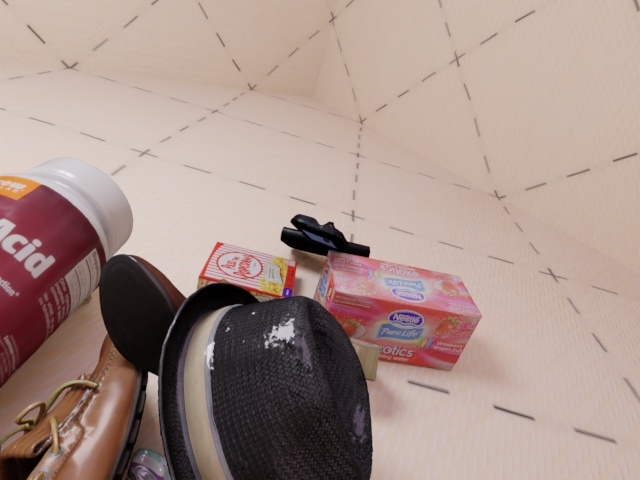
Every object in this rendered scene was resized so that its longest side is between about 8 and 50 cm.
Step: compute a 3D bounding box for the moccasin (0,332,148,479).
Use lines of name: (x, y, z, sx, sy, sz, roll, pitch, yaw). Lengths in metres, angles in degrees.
moccasin: (-0.292, 0.250, 0.471, 0.146, 0.139, 0.380, 19, 36, -16)

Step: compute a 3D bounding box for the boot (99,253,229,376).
boot: (-0.173, 0.105, 0.650, 0.264, 0.096, 0.280, 50, 12, -8)

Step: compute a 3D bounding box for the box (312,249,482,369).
box: (0.144, 0.142, 0.874, 0.299, 0.154, 0.142, 12, 28, -11)

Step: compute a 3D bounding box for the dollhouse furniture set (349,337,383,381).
dollhouse furniture set: (0.010, 0.250, 0.738, 0.143, 0.123, 0.152, 16, 63, -2)

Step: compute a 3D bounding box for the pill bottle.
pill bottle: (-0.450, 0.043, 0.603, 0.223, 0.224, 0.392, 17, 34, -1)

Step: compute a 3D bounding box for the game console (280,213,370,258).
game console: (0.000, 0.000, 0.950, 0.212, 0.044, 0.361, 13, -7, 10)

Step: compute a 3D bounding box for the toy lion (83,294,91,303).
toy lion: (-0.469, 0.097, 0.744, 0.100, 0.034, 0.096, 23, 35, 10)

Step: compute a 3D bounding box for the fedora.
fedora: (-0.035, 0.190, 0.511, 0.334, 0.152, 0.334, 54, 22, -33)

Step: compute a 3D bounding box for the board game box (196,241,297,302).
board game box: (-0.153, 0.078, 0.936, 0.193, 0.045, 0.147, 14, 28, -6)

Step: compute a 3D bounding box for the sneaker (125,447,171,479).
sneaker: (-0.193, 0.303, 0.524, 0.098, 0.038, 0.069, 24, 46, -14)
